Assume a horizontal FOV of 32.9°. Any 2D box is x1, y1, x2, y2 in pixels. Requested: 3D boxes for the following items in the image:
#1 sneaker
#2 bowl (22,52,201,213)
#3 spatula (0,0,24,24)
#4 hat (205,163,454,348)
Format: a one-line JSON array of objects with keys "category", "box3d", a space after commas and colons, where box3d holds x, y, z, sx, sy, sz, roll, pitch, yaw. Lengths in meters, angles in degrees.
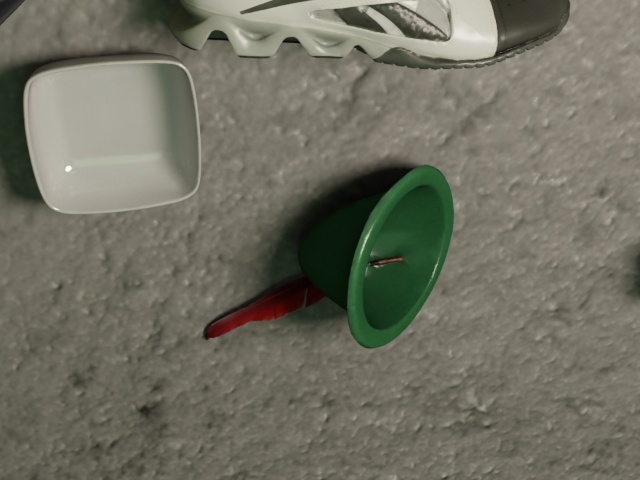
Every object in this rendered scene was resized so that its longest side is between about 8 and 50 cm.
[{"category": "sneaker", "box3d": [0.051, -0.221, 0.847, 0.330, 0.122, 0.146, -2, 126, -14]}, {"category": "bowl", "box3d": [-0.175, -0.096, 0.917, 0.142, 0.053, 0.142, -7, 125, -11]}, {"category": "spatula", "box3d": [-0.194, -0.231, 0.833, 0.296, 0.030, 0.084, -38, 129, 12]}, {"category": "hat", "box3d": [0.000, 0.000, 1.047, 0.208, 0.183, 0.173, -49, 143, -32]}]
